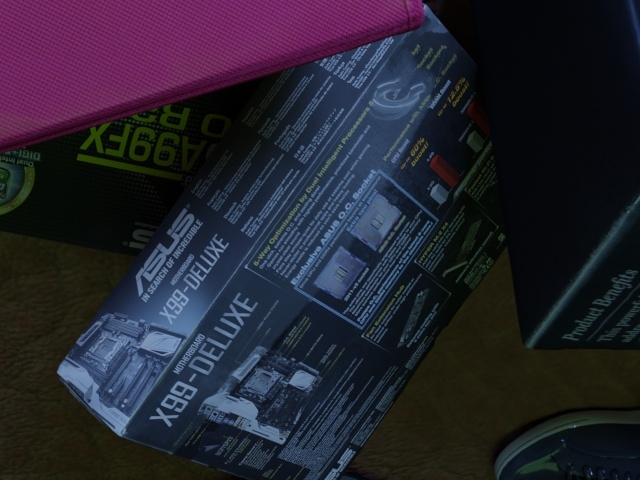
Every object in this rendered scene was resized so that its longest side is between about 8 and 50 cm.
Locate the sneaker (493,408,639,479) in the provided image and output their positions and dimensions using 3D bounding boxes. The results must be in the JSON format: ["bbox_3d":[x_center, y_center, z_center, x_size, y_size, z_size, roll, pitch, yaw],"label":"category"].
[{"bbox_3d":[0.277,0.232,1.060,0.226,0.163,0.086,-11,130,3],"label":"sneaker"}]

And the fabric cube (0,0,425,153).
[{"bbox_3d":[-0.134,-0.190,0.553,0.258,0.254,0.259,-19,107,-10],"label":"fabric cube"}]

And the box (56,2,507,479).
[{"bbox_3d":[0.008,0.014,0.783,0.307,0.076,0.242,-55,143,1],"label":"box"}]

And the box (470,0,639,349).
[{"bbox_3d":[0.305,-0.109,0.646,0.395,0.293,0.212,2,152,-9],"label":"box"}]

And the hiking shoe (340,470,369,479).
[{"bbox_3d":[0.044,0.299,1.100,0.304,0.132,0.113,11,125,-15],"label":"hiking shoe"}]

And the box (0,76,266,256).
[{"bbox_3d":[-0.146,-0.094,0.820,0.270,0.060,0.216,12,125,-16],"label":"box"}]
